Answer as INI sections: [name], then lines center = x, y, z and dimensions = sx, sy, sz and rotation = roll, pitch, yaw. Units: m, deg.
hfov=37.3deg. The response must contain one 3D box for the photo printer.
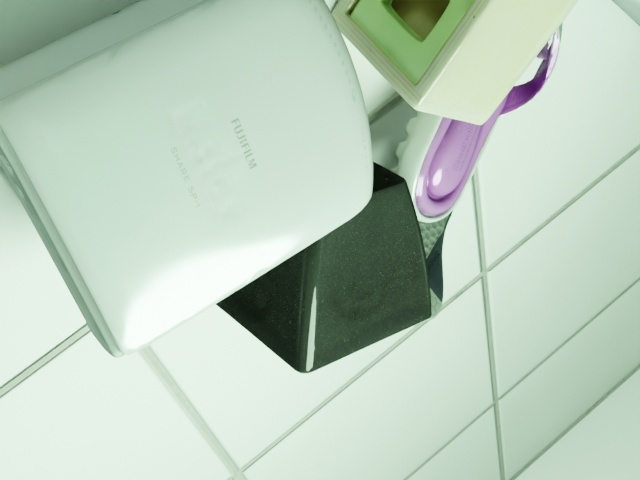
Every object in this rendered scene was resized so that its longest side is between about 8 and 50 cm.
[photo printer]
center = -0.099, -0.082, 0.799
dimensions = 0.307, 0.107, 0.256
rotation = -31, 119, -21

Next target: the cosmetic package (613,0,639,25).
[cosmetic package]
center = 0.567, -0.378, 1.087
dimensions = 0.329, 0.327, 0.394
rotation = 12, 116, -52

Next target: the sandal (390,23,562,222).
[sandal]
center = 0.207, -0.203, 1.034
dimensions = 0.169, 0.102, 0.417
rotation = 0, 115, -51

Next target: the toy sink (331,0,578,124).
[toy sink]
center = 0.142, -0.251, 0.887
dimensions = 0.131, 0.153, 0.234
rotation = 3, 131, -49

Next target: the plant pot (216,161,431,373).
[plant pot]
center = 0.000, 0.000, 1.018
dimensions = 0.187, 0.188, 0.167
rotation = -19, 125, -34

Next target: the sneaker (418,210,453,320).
[sneaker]
center = 0.081, -0.006, 1.181
dimensions = 0.086, 0.163, 0.226
rotation = 22, 69, -33
